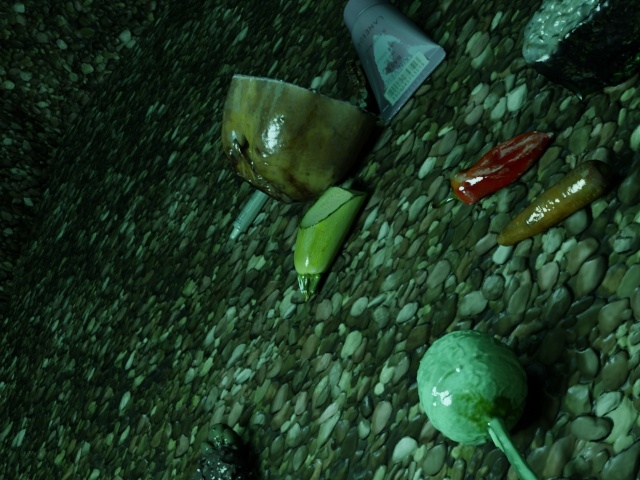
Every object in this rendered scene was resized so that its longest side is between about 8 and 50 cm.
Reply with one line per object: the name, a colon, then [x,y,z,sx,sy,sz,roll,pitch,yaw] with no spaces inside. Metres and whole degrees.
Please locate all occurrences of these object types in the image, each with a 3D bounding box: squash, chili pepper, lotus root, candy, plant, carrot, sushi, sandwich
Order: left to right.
plant: [-0.143,0.329,1.735,0.087,0.085,0.174,-15,26,0]
lotus root: [-0.052,-0.164,1.952,0.192,0.272,0.272,-65,24,-1]
squash: [-0.001,-0.002,1.853,0.090,0.075,0.200,14,73,39]
sandwich: [0.074,-0.269,2.041,0.029,0.067,0.135,-26,44,13]
chili pepper: [0.227,-0.091,1.542,0.191,0.050,0.059,-32,30,24]
candy: [0.208,0.240,1.150,0.119,0.119,0.440,-51,33,16]
carrot: [0.274,-0.036,1.399,0.191,0.047,0.047,-42,27,45]
sushi: [0.352,-0.270,1.414,0.225,0.127,0.124,-44,26,43]

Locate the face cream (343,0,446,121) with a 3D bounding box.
face cream: [0.120,-0.329,2.017,0.154,0.096,0.274,-46,39,18]

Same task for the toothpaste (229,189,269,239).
toothpaste: [-0.113,-0.084,2.235,0.197,0.029,0.048,-56,26,-1]
